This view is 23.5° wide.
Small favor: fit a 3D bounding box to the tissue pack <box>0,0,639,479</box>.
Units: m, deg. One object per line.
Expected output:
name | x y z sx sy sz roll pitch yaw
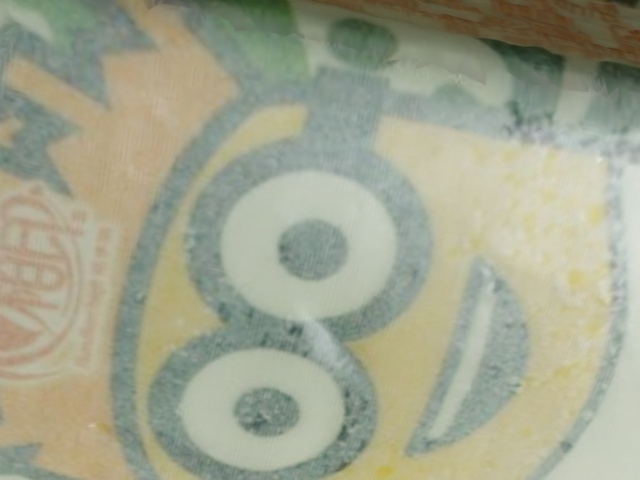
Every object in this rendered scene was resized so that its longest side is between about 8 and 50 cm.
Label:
tissue pack | 0.000 0.000 0.582 0.310 0.128 0.228 11 121 -8
